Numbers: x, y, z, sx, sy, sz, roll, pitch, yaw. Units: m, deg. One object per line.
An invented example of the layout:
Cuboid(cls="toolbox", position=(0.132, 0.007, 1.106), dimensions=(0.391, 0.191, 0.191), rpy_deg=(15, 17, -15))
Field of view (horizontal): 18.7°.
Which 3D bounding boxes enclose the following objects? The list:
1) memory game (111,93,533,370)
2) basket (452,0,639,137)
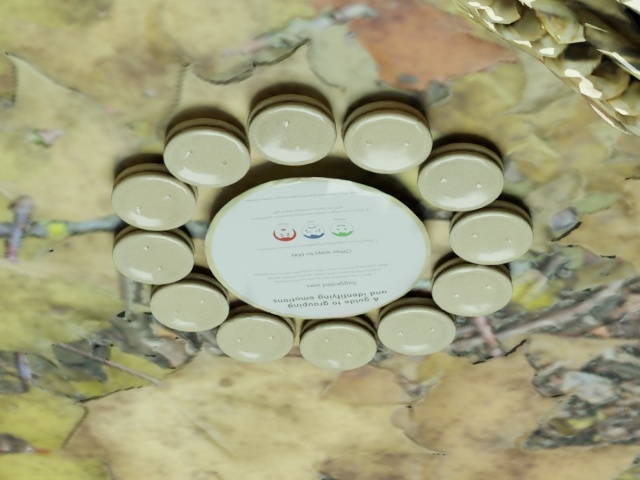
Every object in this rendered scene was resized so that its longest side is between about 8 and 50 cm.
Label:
Cuboid(cls="memory game", position=(0.000, 0.000, 0.844), dimensions=(0.186, 0.012, 0.186), rpy_deg=(1, 141, 1))
Cuboid(cls="basket", position=(0.074, -0.171, 0.569), dimensions=(0.299, 0.223, 0.213), rpy_deg=(29, 101, -29))
